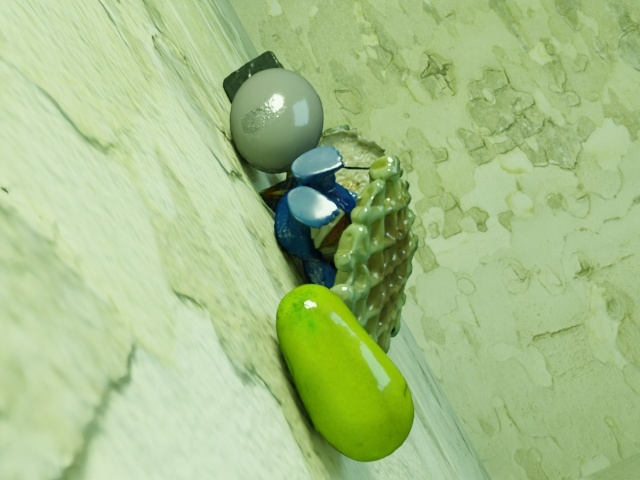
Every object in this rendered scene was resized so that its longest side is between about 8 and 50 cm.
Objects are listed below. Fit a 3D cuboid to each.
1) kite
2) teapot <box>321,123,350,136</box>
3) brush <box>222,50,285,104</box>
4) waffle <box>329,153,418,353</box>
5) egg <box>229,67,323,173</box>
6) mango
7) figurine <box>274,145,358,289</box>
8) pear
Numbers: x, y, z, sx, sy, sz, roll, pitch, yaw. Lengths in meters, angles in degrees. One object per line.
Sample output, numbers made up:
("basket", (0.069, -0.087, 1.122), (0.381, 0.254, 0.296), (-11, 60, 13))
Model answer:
("kite", (-0.022, -0.070, 0.704), (0.160, 0.183, 0.010), (1, 55, -29))
("teapot", (0.055, -0.141, 1.330), (0.270, 0.201, 0.336), (-27, 90, -57))
("brush", (-0.101, -0.259, 0.868), (0.197, 0.123, 0.059), (63, 11, 24))
("waffle", (0.084, 0.047, 0.665), (0.309, 0.056, 0.291), (60, 46, -58))
("egg", (-0.068, -0.185, 0.714), (0.146, 0.147, 0.198), (55, 28, -41))
("mango", (0.022, 0.116, 0.415), (0.163, 0.089, 0.117), (63, 7, 17))
("figurine", (0.001, -0.009, 0.674), (0.262, 0.121, 0.164), (79, 29, -44))
("pear", (0.020, -0.098, 0.946), (0.266, 0.267, 0.178), (58, -16, -24))
